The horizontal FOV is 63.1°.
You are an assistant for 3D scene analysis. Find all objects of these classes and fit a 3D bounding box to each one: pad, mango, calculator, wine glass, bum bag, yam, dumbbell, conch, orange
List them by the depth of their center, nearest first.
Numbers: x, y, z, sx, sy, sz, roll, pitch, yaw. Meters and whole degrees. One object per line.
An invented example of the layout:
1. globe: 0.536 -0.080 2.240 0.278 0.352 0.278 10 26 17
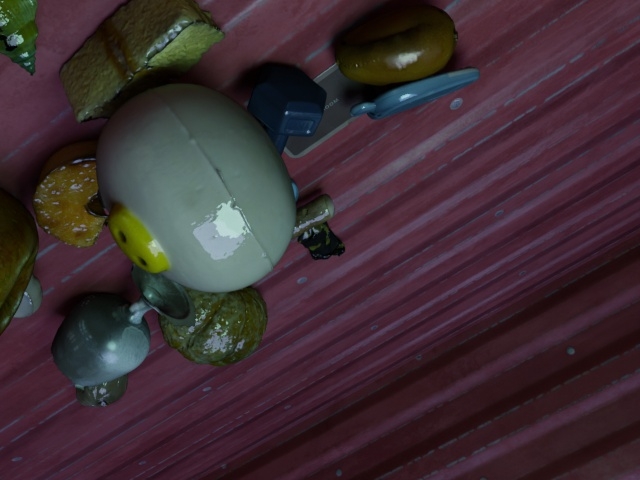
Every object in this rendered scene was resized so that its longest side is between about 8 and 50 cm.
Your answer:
1. conch: -0.455 -0.335 0.740 0.095 0.079 0.200 -26 144 -34
2. mango: 0.145 -0.373 1.009 0.236 0.166 0.136 -12 108 12
3. dumbbell: -0.106 -0.194 1.091 0.144 0.159 0.324 21 134 -8
4. calculator: 0.203 -0.317 1.135 0.303 0.042 0.188 -22 -173 -11
5. pad: 0.006 -0.292 1.161 0.266 0.002 0.176 -33 146 12
6. wine glass: -0.514 0.222 1.341 0.323 0.238 0.238 -39 145 13
7. yam: -0.124 -0.013 1.341 0.357 0.081 0.081 -28 147 2
8. bum bag: 0.000 0.000 1.517 0.107 0.060 0.232 -37 149 2
9. orange: -0.309 0.266 1.563 0.271 0.210 0.369 -39 147 17

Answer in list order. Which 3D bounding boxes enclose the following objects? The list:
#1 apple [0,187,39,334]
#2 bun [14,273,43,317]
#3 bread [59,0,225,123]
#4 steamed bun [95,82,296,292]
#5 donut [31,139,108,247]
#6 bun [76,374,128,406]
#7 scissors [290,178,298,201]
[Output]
1. apple: -0.701 0.036 0.905 0.375 0.373 0.384 -12 -175 -19
2. bun: -0.692 0.103 1.185 0.138 0.094 0.138 6 128 7
3. bread: -0.302 -0.301 0.859 0.266 0.178 0.142 -37 114 14
4. steamed bun: -0.209 -0.087 0.911 0.334 0.334 0.373 -27 112 2
5. donut: -0.477 -0.104 1.018 0.152 0.101 0.259 12 133 -44
6. bun: -0.702 0.477 1.680 0.167 0.113 0.173 -26 150 1
7. scissors: -0.155 -0.029 1.400 0.180 0.032 0.392 -13 144 -18
